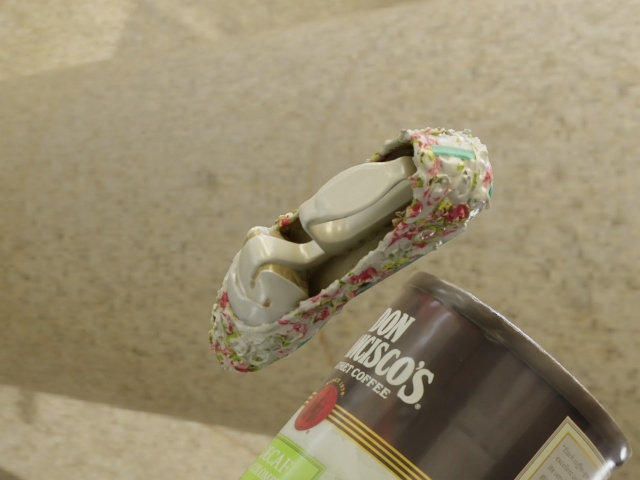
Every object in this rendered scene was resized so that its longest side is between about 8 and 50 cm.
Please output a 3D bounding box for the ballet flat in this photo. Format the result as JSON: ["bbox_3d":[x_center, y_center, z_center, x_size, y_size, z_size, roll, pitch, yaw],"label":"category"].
[{"bbox_3d":[0.000,0.000,1.069,0.077,0.241,0.091,20,-140,-47],"label":"ballet flat"}]

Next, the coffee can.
[{"bbox_3d":[0.053,0.189,1.197,0.275,0.201,0.201,-49,-56,-9],"label":"coffee can"}]
